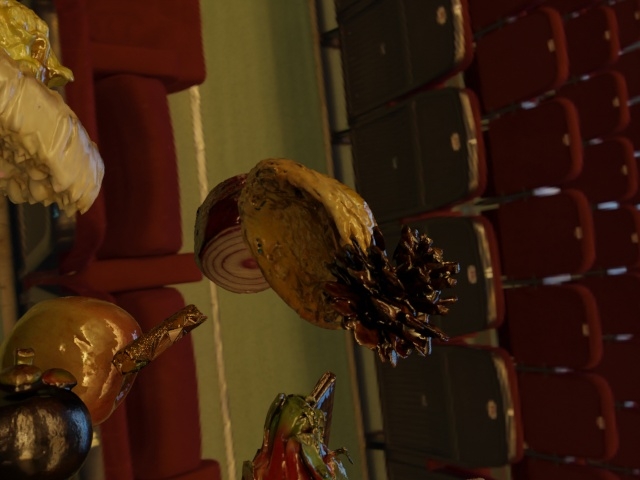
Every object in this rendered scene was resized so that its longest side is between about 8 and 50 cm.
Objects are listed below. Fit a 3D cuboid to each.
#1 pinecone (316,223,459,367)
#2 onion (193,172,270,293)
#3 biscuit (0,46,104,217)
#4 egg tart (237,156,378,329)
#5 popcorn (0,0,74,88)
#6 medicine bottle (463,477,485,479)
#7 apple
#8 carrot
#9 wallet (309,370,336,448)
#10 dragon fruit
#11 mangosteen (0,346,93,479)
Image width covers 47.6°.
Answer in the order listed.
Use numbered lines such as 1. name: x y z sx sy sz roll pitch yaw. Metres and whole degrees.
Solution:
1. pinecone: 0.070 0.048 0.685 0.120 0.140 0.140 -49 128 8
2. onion: -0.212 -0.034 1.979 0.336 0.282 0.260 93 -13 -50
3. biscuit: -0.318 -0.129 0.616 0.179 0.281 0.084 88 27 -55
4. egg tart: 0.000 0.000 1.021 0.107 0.291 0.290 -32 107 -31
5. popcorn: -0.564 -0.321 1.291 0.217 0.181 0.235 45 23 -27
6. medicine bottle: 0.197 0.464 1.018 0.139 0.139 0.236 7 63 -46
7. apple: -0.621 0.297 1.809 0.305 0.338 0.338 22 60 1
8. carrot: -0.362 0.221 1.636 0.229 0.069 0.068 -35 111 -18
9. wallet: -0.012 0.377 1.433 0.124 0.042 0.230 -49 154 -49
10. dragon fruit: -0.015 0.356 0.988 0.198 0.200 0.269 3 108 -80
11. mangosteen: -0.606 0.367 1.477 0.275 0.275 0.302 13 65 -45
